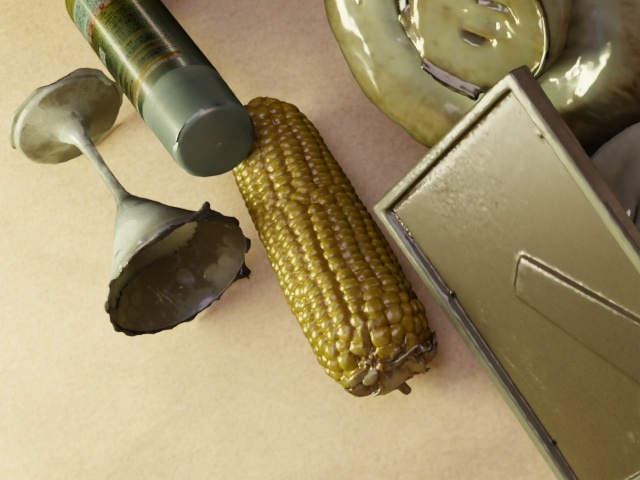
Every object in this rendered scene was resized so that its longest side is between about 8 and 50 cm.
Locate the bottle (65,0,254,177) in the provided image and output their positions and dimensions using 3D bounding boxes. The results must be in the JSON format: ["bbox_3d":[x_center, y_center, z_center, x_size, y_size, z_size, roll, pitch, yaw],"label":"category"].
[{"bbox_3d":[-0.152,-0.163,1.768,0.082,0.082,0.286,-42,44,5],"label":"bottle"}]

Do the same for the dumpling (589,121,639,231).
[{"bbox_3d":[0.299,0.006,1.520,0.243,0.175,0.227,-46,70,3],"label":"dumpling"}]

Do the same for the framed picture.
[{"bbox_3d":[0.186,0.049,1.509,0.020,0.240,0.324,-28,79,-36],"label":"framed picture"}]

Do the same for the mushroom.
[{"bbox_3d":[0.165,-0.212,1.575,0.352,0.260,0.352,14,122,24],"label":"mushroom"}]

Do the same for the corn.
[{"bbox_3d":[0.000,0.000,1.688,0.106,0.106,0.305,-33,63,10],"label":"corn"}]

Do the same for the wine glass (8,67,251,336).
[{"bbox_3d":[-0.184,-0.043,1.762,0.156,0.156,0.232,-41,59,6],"label":"wine glass"}]
